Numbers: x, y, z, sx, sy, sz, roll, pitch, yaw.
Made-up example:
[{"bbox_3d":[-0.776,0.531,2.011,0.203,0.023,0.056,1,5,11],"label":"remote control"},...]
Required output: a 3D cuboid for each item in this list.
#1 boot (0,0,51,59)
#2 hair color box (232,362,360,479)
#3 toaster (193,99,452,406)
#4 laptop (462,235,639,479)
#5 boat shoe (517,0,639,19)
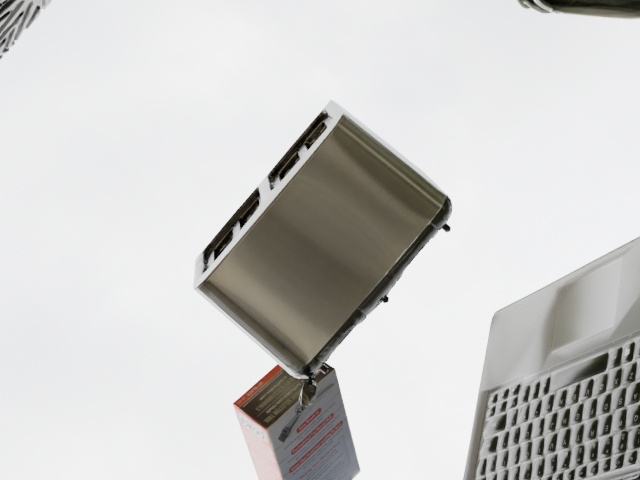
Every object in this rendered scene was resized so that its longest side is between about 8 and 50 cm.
[{"bbox_3d":[-0.365,-0.367,1.469,0.348,0.131,0.260,-44,-101,10],"label":"boot"},{"bbox_3d":[-0.020,0.193,1.366,0.053,0.167,0.093,31,-121,35],"label":"hair color box"},{"bbox_3d":[0.000,0.000,1.001,0.110,0.185,0.168,39,-84,-10],"label":"toaster"},{"bbox_3d":[0.140,0.171,1.343,0.236,0.382,0.408,21,-115,-17],"label":"laptop"},{"bbox_3d":[0.195,-0.234,1.201,0.226,0.083,0.076,10,-128,39],"label":"boat shoe"}]
